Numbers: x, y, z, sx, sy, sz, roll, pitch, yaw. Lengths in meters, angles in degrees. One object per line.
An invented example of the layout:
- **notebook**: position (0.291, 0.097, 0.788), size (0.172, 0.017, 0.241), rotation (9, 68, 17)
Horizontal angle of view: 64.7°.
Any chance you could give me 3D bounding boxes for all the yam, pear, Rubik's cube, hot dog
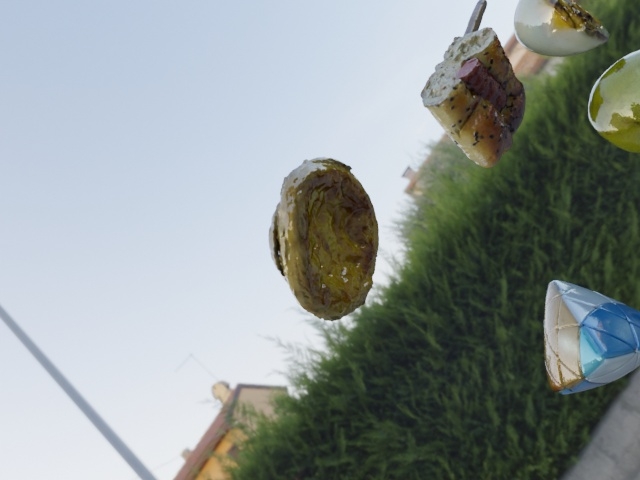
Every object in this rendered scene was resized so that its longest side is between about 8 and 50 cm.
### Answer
- **yam**: position (0.551, -0.771, 1.826), size (0.046, 0.046, 0.264), rotation (85, -153, -66)
- **pear**: position (0.803, -0.332, 1.198), size (0.252, 0.307, 0.253), rotation (-6, -75, -24)
- **Rubik's cube**: position (0.578, 0.176, 1.049), size (0.254, 0.254, 0.254), rotation (-45, -18, -20)
- **hot dog**: position (0.527, -0.440, 1.649), size (0.365, 0.196, 0.368), rotation (46, -113, -34)

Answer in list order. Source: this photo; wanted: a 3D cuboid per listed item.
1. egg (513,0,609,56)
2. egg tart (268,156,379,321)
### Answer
- **egg**: position (0.684, -0.618, 1.474), size (0.264, 0.287, 0.174), rotation (3, -44, -35)
- **egg tart**: position (-0.002, -0.001, 1.014), size (0.341, 0.128, 0.342), rotation (16, -109, -55)
